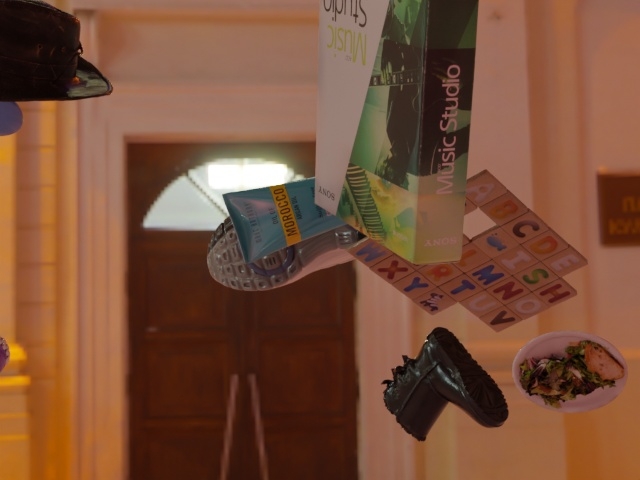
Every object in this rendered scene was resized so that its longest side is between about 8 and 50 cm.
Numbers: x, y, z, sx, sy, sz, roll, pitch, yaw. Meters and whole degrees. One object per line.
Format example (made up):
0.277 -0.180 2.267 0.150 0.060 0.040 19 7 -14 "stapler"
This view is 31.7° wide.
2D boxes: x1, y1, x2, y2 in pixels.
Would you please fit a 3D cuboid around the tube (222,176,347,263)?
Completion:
0.002 -0.040 1.235 0.207 0.080 0.052 -17 -12 -14 "tube"

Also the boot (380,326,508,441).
0.114 0.153 1.066 0.045 0.121 0.099 -2 -44 -44 "boot"

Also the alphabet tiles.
0.181 0.028 1.300 0.198 0.009 0.237 -30 -51 32 "alphabet tiles"

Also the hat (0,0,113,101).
-0.487 -0.335 1.839 0.332 0.133 0.331 17 23 -7 "hat"

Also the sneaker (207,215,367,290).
0.000 0.000 1.399 0.297 0.110 0.129 -15 -14 19 "sneaker"

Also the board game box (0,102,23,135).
-0.566 -0.239 1.857 0.169 0.033 0.133 32 -35 -25 "board game box"

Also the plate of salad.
0.438 0.240 1.983 0.200 0.199 0.048 -3 37 14 "plate of salad"

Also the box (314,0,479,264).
0.064 -0.161 1.052 0.059 0.321 0.232 -6 17 -22 "box"

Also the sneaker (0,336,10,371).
-0.576 0.164 1.771 0.095 0.104 0.236 7 -31 18 "sneaker"
